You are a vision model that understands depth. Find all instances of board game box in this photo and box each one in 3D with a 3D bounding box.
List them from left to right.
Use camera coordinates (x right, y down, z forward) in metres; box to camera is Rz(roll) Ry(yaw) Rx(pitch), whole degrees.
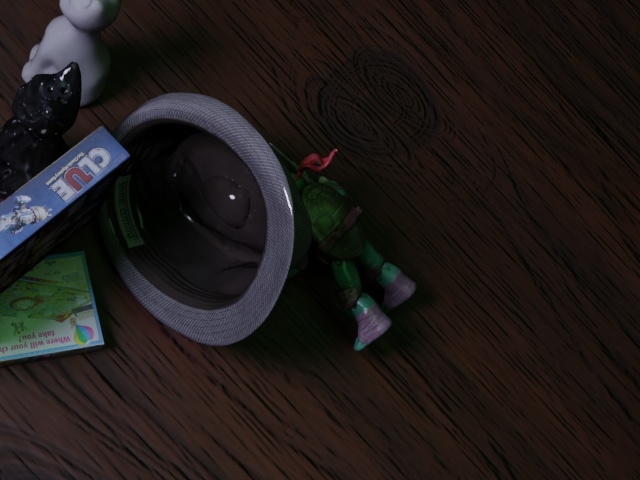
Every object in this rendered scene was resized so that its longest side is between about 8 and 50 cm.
[{"bbox_3d":[-0.297,0.005,1.144,0.042,0.165,0.243,47,61,0],"label":"board game box"},{"bbox_3d":[-0.307,0.072,1.225,0.154,0.026,0.103,-8,74,-25],"label":"board game box"}]

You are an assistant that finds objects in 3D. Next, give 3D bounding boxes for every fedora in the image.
[{"bbox_3d":[-0.103,-0.029,1.253,0.275,0.243,0.124,29,23,28],"label":"fedora"}]

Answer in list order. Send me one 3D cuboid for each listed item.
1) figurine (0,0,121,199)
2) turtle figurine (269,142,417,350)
[{"bbox_3d":[-0.262,-0.164,1.229,0.092,0.209,0.215,23,63,-14],"label":"figurine"},{"bbox_3d":[0.000,0.000,1.337,0.234,0.118,0.175,48,60,-6],"label":"turtle figurine"}]
